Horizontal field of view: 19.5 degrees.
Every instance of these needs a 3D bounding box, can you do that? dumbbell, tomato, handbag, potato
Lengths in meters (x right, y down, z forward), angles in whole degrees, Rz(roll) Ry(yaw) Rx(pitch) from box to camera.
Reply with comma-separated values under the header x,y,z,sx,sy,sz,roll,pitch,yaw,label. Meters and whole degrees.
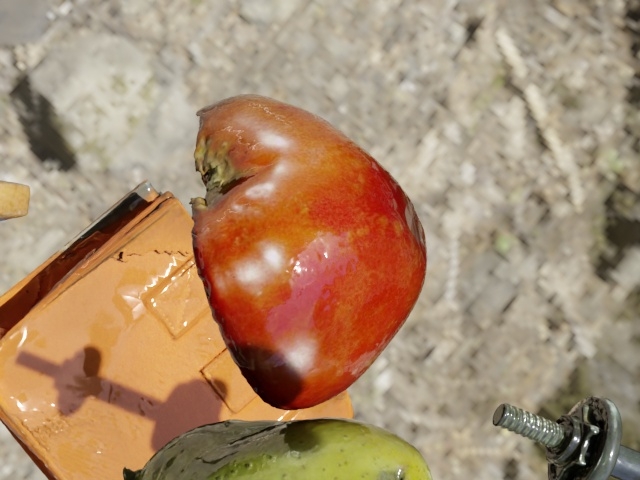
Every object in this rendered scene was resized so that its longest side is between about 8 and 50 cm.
x,y,z,sx,sy,sz,roll,pitch,yaw,label
0.233,0.165,1.308,0.254,0.110,0.110,23,108,-19,dumbbell
0.000,0.000,1.301,0.139,0.233,0.200,-16,140,13,tomato
-0.156,0.176,1.980,0.303,0.116,0.410,-41,112,-11,handbag
-0.025,0.191,1.307,0.169,0.143,0.248,11,159,-41,potato

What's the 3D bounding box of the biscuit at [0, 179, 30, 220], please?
x,y,z,sx,sy,sz,roll,pitch,yaw,label
-0.354,-0.044,1.343,0.205,0.324,0.049,7,94,-46,biscuit
